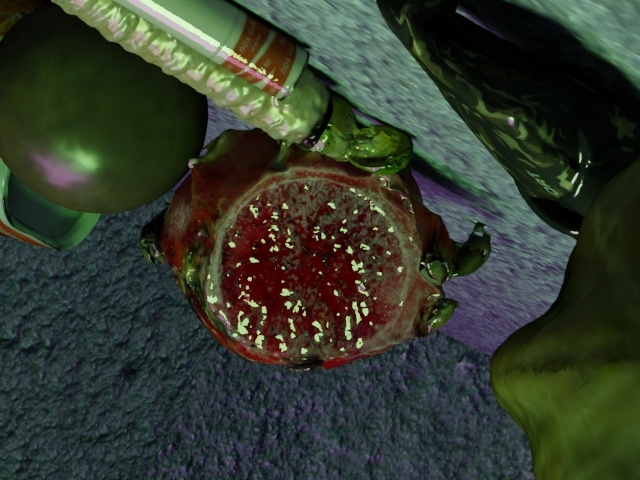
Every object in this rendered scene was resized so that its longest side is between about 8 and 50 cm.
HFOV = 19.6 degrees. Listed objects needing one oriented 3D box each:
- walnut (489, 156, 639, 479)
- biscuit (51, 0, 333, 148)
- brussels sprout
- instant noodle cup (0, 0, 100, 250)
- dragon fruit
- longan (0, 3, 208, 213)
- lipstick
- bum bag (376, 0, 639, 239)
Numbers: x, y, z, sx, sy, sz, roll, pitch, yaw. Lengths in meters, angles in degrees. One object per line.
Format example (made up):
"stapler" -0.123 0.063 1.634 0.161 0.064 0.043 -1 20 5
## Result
"walnut" 0.194 0.075 0.679 0.283 0.227 0.283 17 171 3
"biscuit" -0.083 -0.131 1.243 0.219 0.055 0.061 29 172 -21
"brussels sprout" 0.023 -0.071 1.328 0.083 0.046 0.051 29 174 -5
"instant noodle cup" -0.345 -0.138 1.702 0.307 0.294 0.294 20 173 21
"dragon fruit" 0.000 0.000 1.429 0.282 0.211 0.147 3 -176 -3
"longan" -0.173 -0.112 1.485 0.185 0.159 0.204 46 -139 16
"lipstick" -0.071 -0.138 1.182 0.130 0.038 0.038 30 176 -18
"bum bag" 0.125 -0.036 0.879 0.248 0.069 0.102 30 -148 -34
